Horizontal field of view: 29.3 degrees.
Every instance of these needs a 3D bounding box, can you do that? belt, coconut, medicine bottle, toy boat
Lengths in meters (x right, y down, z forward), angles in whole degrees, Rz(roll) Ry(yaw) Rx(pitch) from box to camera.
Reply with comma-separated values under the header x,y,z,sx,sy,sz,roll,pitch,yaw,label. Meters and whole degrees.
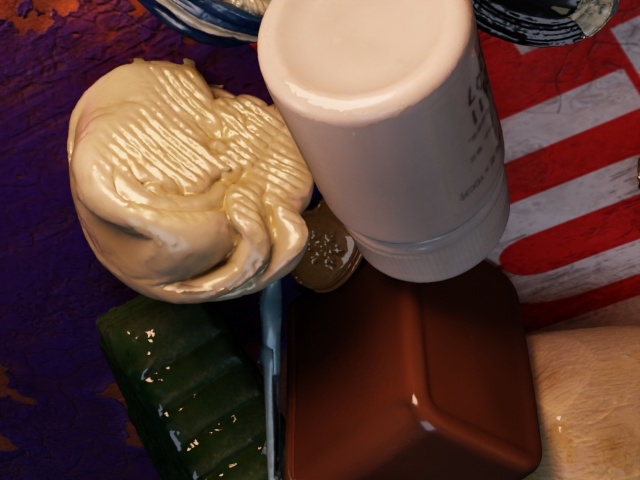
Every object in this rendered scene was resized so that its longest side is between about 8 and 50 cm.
x,y,z,sx,sy,sz,roll,pitch,yaw,label
0.210,-0.276,1.217,0.198,0.078,0.151,24,132,-19,belt
0.356,0.287,1.681,0.360,0.346,0.346,-5,141,-7,coconut
0.082,-0.117,1.269,0.211,0.211,0.371,-8,152,12,medicine bottle
-0.087,-0.311,1.199,0.210,0.070,0.291,5,137,-12,toy boat

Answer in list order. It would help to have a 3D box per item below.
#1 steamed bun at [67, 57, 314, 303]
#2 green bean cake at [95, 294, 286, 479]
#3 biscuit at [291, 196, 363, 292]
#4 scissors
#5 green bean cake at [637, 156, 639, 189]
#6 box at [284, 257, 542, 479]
x,y,z,sx,sy,sz,roll,pitch,yaw,label
-0.157,-0.041,1.351,0.268,0.280,0.207,13,136,-14,steamed bun
-0.181,0.208,1.695,0.169,0.300,0.308,-31,100,-17,green bean cake
0.000,0.001,1.563,0.118,0.023,0.140,27,119,6,biscuit
-0.063,0.128,1.523,0.032,0.180,0.393,-1,103,-2,scissors
0.435,0.003,1.465,0.094,0.185,0.183,-15,139,11,green bean cake
0.119,0.181,1.573,0.239,0.339,0.229,28,131,-28,box
